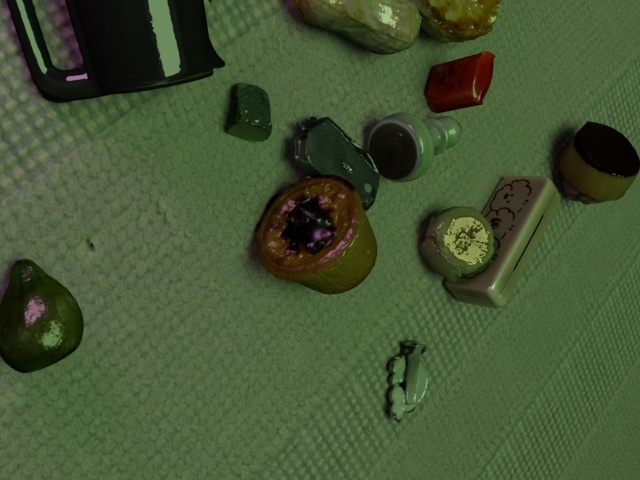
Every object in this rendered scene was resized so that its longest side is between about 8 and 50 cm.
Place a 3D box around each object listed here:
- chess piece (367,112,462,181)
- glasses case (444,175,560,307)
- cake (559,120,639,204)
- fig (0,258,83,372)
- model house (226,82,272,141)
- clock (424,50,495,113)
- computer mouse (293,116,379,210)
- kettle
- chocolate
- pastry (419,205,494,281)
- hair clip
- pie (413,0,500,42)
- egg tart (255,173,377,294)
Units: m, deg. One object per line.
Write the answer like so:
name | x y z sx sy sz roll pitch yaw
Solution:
chess piece | 0.224 -0.214 1.610 0.271 0.139 0.139 -25 111 -49
glasses case | 0.425 -0.003 1.775 0.076 0.144 0.337 49 63 -34
cake | 0.708 -0.181 2.000 0.185 0.178 0.208 -7 61 -26
fig | -0.407 0.102 1.092 0.123 0.123 0.156 -22 96 -37
model house | -0.122 -0.226 1.346 0.078 0.066 0.083 10 70 -30
clock | 0.293 -0.338 1.621 0.061 0.155 0.113 22 80 -30
computer mouse | 0.023 -0.140 1.466 0.231 0.071 0.126 38 57 -28
kettle | -0.291 -0.367 1.089 0.262 0.203 0.308 -23 112 -39
chocolate | 0.077 -0.432 1.438 0.309 0.134 0.134 10 88 -43
pastry | 0.302 0.003 1.683 0.165 0.088 0.166 2 81 -13
hair clip | 0.197 0.306 1.675 0.116 0.049 0.172 -2 98 -36
pie | 0.275 -0.566 1.627 0.315 0.092 0.316 1 89 -41
egg tart | 0.000 0.000 1.385 0.171 0.215 0.215 48 64 -49
